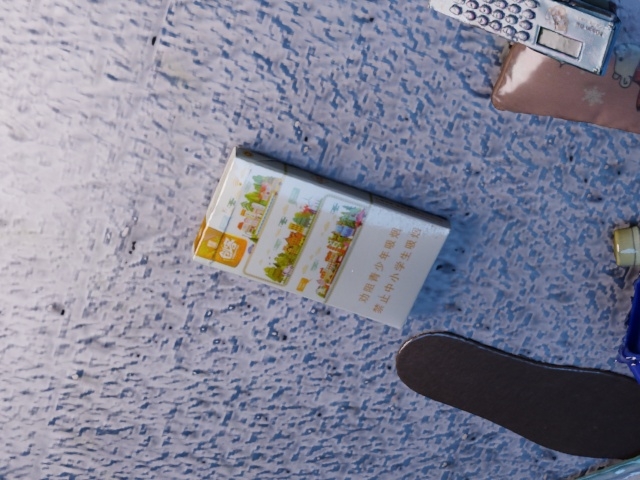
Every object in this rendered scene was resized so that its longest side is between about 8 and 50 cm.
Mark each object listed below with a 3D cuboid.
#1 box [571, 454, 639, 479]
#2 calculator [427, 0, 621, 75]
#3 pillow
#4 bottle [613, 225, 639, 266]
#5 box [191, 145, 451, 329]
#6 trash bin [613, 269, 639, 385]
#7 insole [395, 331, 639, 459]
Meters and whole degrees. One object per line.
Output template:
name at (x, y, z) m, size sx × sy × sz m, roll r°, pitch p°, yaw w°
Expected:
box at (0.404, 0.346, 1.439) m, size 0.336 × 0.106 × 0.264 m, roll -24°, pitch 113°, yaw 13°
calculator at (0.170, -0.194, 1.147) m, size 0.172 × 0.018 × 0.057 m, roll 26°, pitch 124°, yaw 22°
pillow at (0.282, -0.193, 1.164) m, size 0.223 × 0.084 × 0.236 m, roll 14°, pitch 118°, yaw -2°
bottle at (0.415, -0.002, 1.281) m, size 0.269 × 0.083 × 0.083 m, roll -6°, pitch 119°, yaw 10°
box at (0.000, 0.000, 1.287) m, size 0.220 × 0.032 × 0.122 m, roll 19°, pitch 117°, yaw -13°
trash bin at (0.385, 0.134, 1.283) m, size 0.184 × 0.163 × 0.234 m, roll -18°, pitch 127°, yaw 38°
insole at (0.230, 0.165, 1.403) m, size 0.327 × 0.007 × 0.111 m, roll 18°, pitch 115°, yaw -12°
